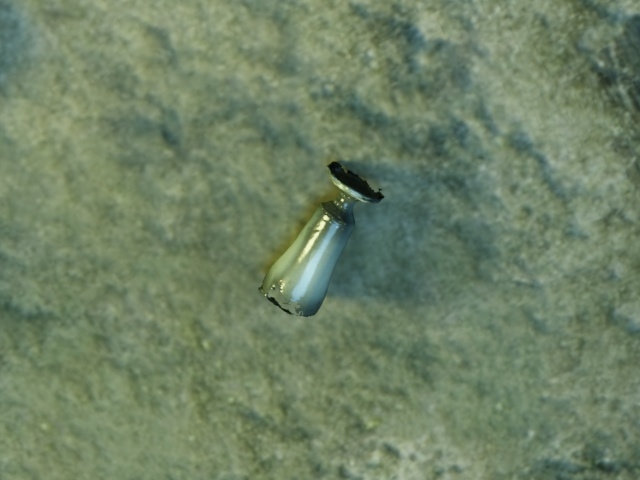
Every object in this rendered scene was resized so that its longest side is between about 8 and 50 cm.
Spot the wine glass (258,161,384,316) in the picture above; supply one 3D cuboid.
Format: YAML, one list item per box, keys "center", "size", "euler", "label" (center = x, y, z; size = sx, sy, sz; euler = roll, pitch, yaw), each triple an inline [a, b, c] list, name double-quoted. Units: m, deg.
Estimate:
- center: [0.000, 0.000, 1.955]
  size: [0.072, 0.072, 0.155]
  euler: [22, 111, -21]
  label: "wine glass"
